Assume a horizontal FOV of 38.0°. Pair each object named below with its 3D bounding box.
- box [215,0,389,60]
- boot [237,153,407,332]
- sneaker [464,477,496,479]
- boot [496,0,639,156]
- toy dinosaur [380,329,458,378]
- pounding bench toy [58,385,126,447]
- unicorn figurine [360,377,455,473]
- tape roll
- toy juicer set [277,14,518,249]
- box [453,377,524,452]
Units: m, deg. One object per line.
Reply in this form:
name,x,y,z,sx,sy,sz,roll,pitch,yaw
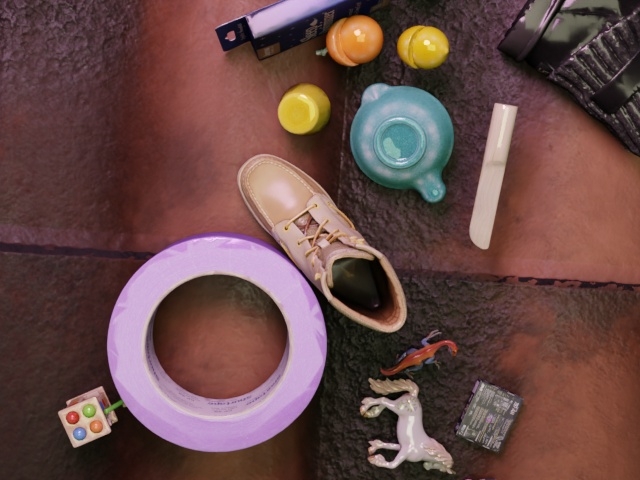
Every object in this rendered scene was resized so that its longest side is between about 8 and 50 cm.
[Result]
box,-0.017,-0.279,1.155,0.225,0.136,0.036,-22,90,-1
boot,0.000,0.000,1.145,0.095,0.203,0.262,-39,98,-1
sneaker,0.233,0.381,1.278,0.057,0.047,0.119,-12,97,-14
boot,0.421,-0.307,1.183,0.260,0.131,0.348,33,102,1
toy dinosaur,0.140,0.157,1.236,0.082,0.090,0.047,-36,85,43
pounding bench toy,-0.289,0.224,1.214,0.083,0.065,0.052,-23,96,-2
unicorn figurine,0.116,0.262,1.246,0.111,0.060,0.161,-9,104,7
tape roll,-0.131,0.128,1.206,0.275,0.090,0.274,0,95,-5
toy juicer set,0.124,-0.161,1.190,0.329,0.089,0.209,31,105,0
box,0.230,0.239,1.275,0.067,0.018,0.083,23,93,-6
